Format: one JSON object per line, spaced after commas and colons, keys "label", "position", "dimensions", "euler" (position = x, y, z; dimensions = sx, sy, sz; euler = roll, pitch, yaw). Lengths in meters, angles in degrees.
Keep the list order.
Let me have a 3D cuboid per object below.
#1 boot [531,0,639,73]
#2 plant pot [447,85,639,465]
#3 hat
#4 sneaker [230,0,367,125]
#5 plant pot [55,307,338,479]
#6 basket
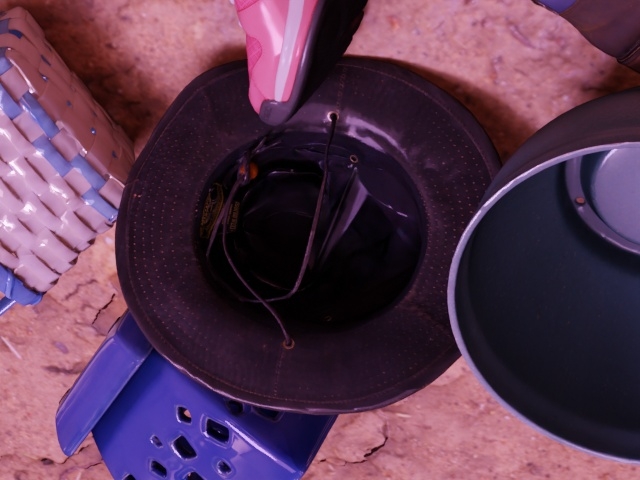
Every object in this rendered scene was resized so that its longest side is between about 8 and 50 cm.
{"label": "boot", "position": [0.235, -0.208, 1.074], "dimensions": [0.106, 0.082, 0.219], "euler": [25, 140, -6]}
{"label": "plant pot", "position": [0.258, 0.000, 1.176], "dimensions": [0.293, 0.196, 0.293], "euler": [8, 126, 11]}
{"label": "hat", "position": [0.000, 0.000, 1.318], "dimensions": [0.331, 0.331, 0.134], "euler": [14, 175, 10]}
{"label": "sneaker", "position": [-0.037, -0.234, 1.164], "dimensions": [0.136, 0.116, 0.313], "euler": [22, 132, 16]}
{"label": "plant pot", "position": [-0.102, 0.131, 1.461], "dimensions": [0.212, 0.236, 0.236], "euler": [35, 137, -3]}
{"label": "basket", "position": [-0.320, -0.045, 1.365], "dimensions": [0.289, 0.201, 0.254], "euler": [-33, 118, 8]}
